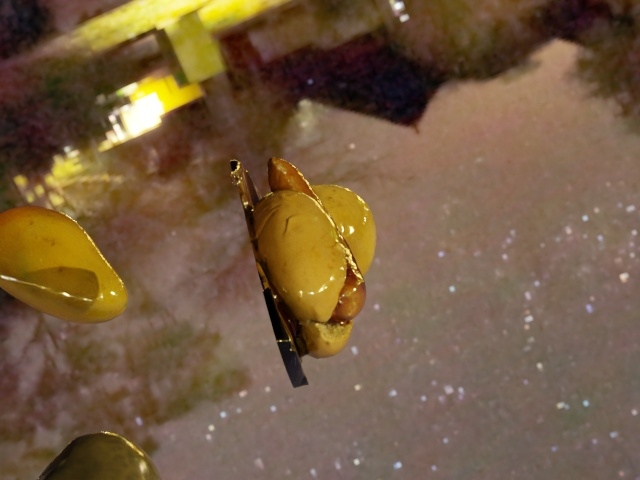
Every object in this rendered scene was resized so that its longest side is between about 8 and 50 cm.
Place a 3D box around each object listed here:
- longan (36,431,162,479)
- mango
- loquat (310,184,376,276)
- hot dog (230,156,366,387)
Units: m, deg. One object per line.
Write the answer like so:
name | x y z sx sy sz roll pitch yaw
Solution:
longan | -0.293 0.360 1.393 0.198 0.198 0.212 -21 -138 17
mango | -0.381 0.033 1.524 0.138 0.253 0.113 -56 165 -22
loquat | 0.000 0.000 1.862 0.208 0.208 0.208 -23 -170 4
hot dog | -0.021 0.008 1.203 0.107 0.326 0.194 -17 146 -1
